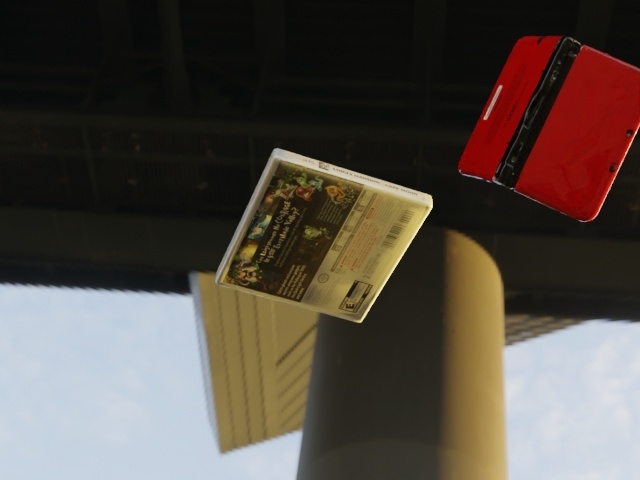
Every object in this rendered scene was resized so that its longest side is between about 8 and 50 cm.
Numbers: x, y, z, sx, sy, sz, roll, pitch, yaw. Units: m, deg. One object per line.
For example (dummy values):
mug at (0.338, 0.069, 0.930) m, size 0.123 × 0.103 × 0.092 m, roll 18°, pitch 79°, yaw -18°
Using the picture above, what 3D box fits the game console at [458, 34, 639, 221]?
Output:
game console at (0.210, -0.103, 0.992) m, size 0.085 × 0.124 × 0.144 m, roll 26°, pitch -91°, yaw -24°

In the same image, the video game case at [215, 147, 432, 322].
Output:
video game case at (0.000, 0.000, 1.153) m, size 0.173 × 0.022 × 0.190 m, roll 16°, pitch -49°, yaw -15°
